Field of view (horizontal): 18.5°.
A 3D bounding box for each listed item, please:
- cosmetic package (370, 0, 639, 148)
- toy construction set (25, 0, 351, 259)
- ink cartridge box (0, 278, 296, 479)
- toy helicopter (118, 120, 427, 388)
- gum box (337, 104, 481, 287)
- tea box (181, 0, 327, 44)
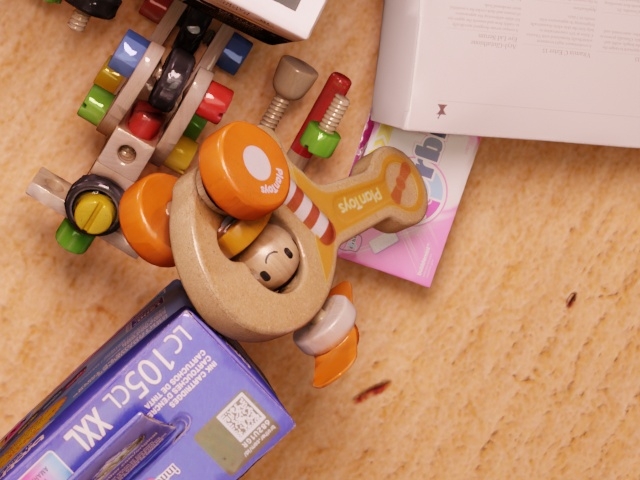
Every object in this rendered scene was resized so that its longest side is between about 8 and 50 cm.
[{"bbox_3d":[0.249,-0.237,1.902,0.377,0.097,0.284,3,97,-22],"label":"cosmetic package"},{"bbox_3d":[-0.143,-0.095,1.889,0.308,0.257,0.237,18,112,-30],"label":"toy construction set"},{"bbox_3d":[-0.172,0.187,1.787,0.270,0.395,0.151,-43,98,-2],"label":"ink cartridge box"},{"bbox_3d":[0.000,0.000,1.780,0.140,0.355,0.235,-30,87,37],"label":"toy helicopter"},{"bbox_3d":[0.085,-0.060,1.965,0.107,0.062,0.188,19,92,-8],"label":"gum box"},{"bbox_3d":[-0.124,-0.336,1.715,0.329,0.323,0.220,26,91,-9],"label":"tea box"}]
